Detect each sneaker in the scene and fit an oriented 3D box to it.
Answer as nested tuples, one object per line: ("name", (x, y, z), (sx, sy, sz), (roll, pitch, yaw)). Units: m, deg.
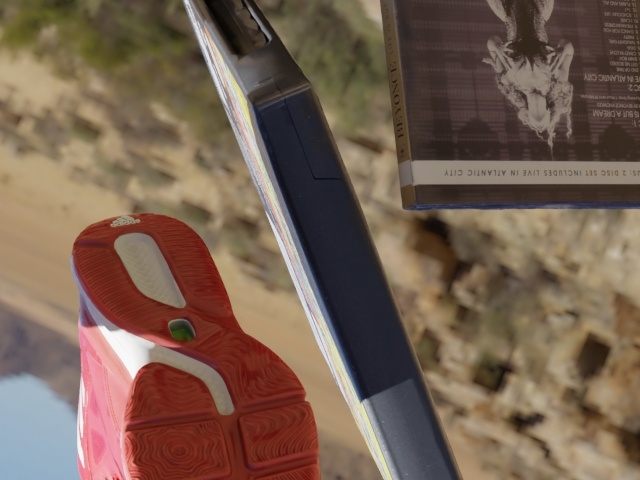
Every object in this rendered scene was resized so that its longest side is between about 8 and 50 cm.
("sneaker", (-0.058, 0.101, 0.851), (0.087, 0.128, 0.221), (-7, -136, -13))

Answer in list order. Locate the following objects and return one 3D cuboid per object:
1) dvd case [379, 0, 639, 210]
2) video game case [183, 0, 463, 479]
("dvd case", (0.101, -0.125, 0.976), (0.164, 0.221, 0.018), (-1, 170, -32))
("video game case", (0.000, 0.000, 1.004), (0.248, 0.035, 0.275), (-119, 7, -63))
